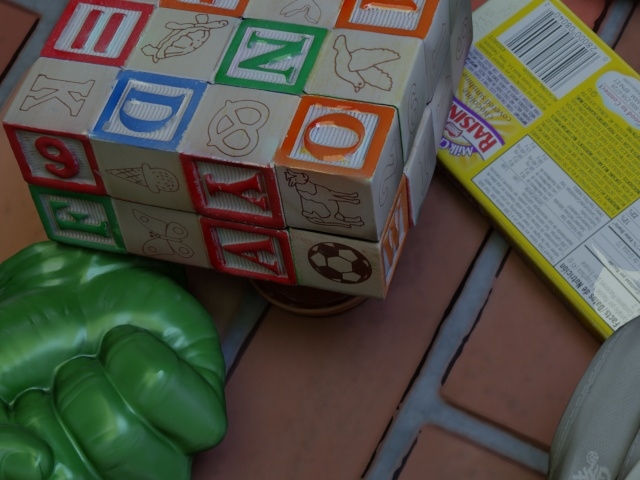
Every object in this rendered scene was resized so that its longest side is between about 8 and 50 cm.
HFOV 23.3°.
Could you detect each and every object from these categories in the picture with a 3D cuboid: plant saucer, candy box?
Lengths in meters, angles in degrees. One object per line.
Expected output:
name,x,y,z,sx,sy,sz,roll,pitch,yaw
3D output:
plant saucer,0.000,0.000,0.791,0.084,0.013,0.083,-5,66,11
candy box,0.128,-0.038,0.770,0.105,0.027,0.206,-38,63,-3

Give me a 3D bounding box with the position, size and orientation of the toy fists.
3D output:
toy fists,-0.180,0.091,0.749,0.279,0.096,0.142,-16,64,5

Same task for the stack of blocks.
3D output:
stack of blocks,-0.013,-0.125,0.771,0.171,0.087,0.297,9,54,15

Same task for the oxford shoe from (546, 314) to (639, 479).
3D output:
oxford shoe,0.247,0.002,0.626,0.449,0.169,0.130,-49,20,3
